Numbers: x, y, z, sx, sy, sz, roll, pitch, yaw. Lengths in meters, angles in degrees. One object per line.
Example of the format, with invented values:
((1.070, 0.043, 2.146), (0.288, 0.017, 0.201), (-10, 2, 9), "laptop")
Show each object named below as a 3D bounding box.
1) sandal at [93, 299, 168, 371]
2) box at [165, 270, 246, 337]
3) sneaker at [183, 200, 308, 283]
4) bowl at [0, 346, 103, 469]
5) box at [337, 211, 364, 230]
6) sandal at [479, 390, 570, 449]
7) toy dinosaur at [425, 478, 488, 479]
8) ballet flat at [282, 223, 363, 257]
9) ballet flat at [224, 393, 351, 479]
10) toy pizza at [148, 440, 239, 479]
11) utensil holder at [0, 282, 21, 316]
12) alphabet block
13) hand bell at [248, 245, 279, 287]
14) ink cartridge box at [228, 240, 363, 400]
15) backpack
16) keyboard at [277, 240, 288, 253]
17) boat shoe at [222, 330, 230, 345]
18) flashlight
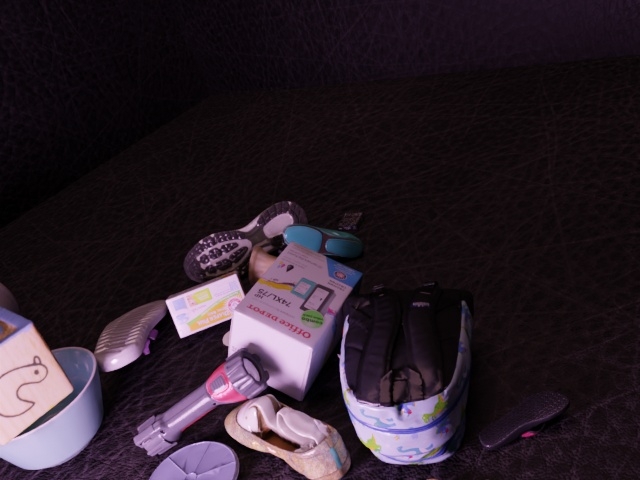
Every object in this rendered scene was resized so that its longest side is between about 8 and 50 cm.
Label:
((-0.510, 0.273, 1.793), (0.170, 0.102, 0.416), (-16, 13, 6), "sandal")
((-0.304, 0.172, 1.813), (0.203, 0.114, 0.103), (-22, 5, -5), "box")
((-0.235, 0.021, 2.100), (0.411, 0.158, 0.182), (-26, -2, -10), "sneaker")
((-0.644, 0.414, 1.559), (0.312, 0.163, 0.311), (-14, 28, 7), "bowl")
((0.098, -0.062, 2.118), (0.067, 0.018, 0.083), (-4, 31, 24), "box")
((0.380, 0.338, 1.228), (0.179, 0.040, 0.067), (-32, 22, 5), "sandal")
((0.203, 0.441, 1.125), (0.183, 0.053, 0.092), (-16, 27, 5), "toy dinosaur")
((0.000, 0.000, 1.927), (0.248, 0.083, 0.087), (12, 10, -16), "ballet flat")
((-0.083, 0.377, 1.344), (0.349, 0.123, 0.123), (13, 41, 45), "ballet flat")
((-0.257, 0.489, 1.334), (0.201, 0.032, 0.201), (-14, 27, 7), "toy pizza")
((-0.992, 0.312, 1.789), (0.328, 0.327, 0.385), (-24, 31, -11), "utensil holder")
((-0.696, 0.287, 1.437), (0.193, 0.197, 0.192), (11, 41, 44), "alphabet block")
((-0.071, 0.086, 1.900), (0.242, 0.126, 0.126), (4, 33, 13), "hand bell")
((-0.057, 0.181, 1.526), (0.198, 0.197, 0.270), (24, 43, 13), "ink cartridge box")
((0.171, 0.258, 1.297), (0.290, 0.273, 0.355), (-4, 15, 8), "backpack")
((-0.065, 0.014, 1.957), (0.100, 0.038, 0.192), (18, 13, 19), "keyboard")
((-0.180, 0.235, 1.663), (0.133, 0.042, 0.048), (-23, 64, 6), "boat shoe")
((-0.253, 0.354, 1.425), (0.304, 0.103, 0.103), (-38, 17, 14), "flashlight")
